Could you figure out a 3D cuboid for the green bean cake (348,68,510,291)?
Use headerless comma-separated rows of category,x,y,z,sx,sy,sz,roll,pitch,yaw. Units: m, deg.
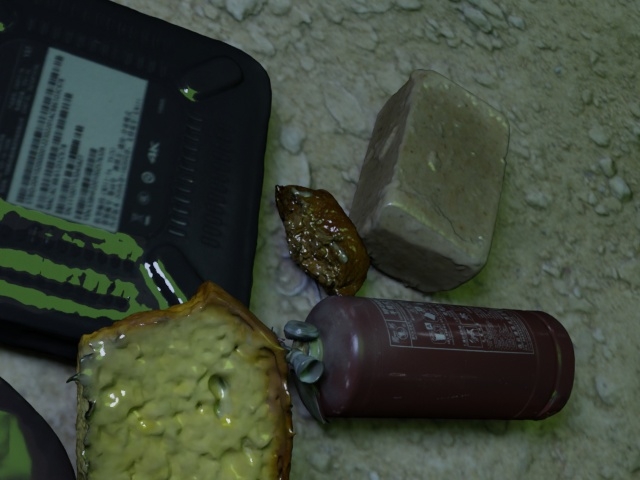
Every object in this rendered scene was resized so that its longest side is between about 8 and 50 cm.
green bean cake,0.097,-0.052,0.870,0.109,0.085,0.179,27,55,-17

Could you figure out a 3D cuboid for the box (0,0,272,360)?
box,-0.177,-0.057,0.718,0.288,0.073,0.290,17,57,-20

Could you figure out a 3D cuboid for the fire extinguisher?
fire extinguisher,0.065,0.093,0.772,0.268,0.105,0.105,5,62,-28

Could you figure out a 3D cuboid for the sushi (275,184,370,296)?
sushi,-0.001,0.002,0.804,0.060,0.062,0.118,-19,53,-31

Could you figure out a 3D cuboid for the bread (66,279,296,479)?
bread,-0.092,0.143,0.620,0.129,0.134,0.260,-3,102,-15

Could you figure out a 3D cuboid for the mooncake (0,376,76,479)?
mooncake,-0.256,0.184,0.485,0.283,0.141,0.283,11,70,-31
